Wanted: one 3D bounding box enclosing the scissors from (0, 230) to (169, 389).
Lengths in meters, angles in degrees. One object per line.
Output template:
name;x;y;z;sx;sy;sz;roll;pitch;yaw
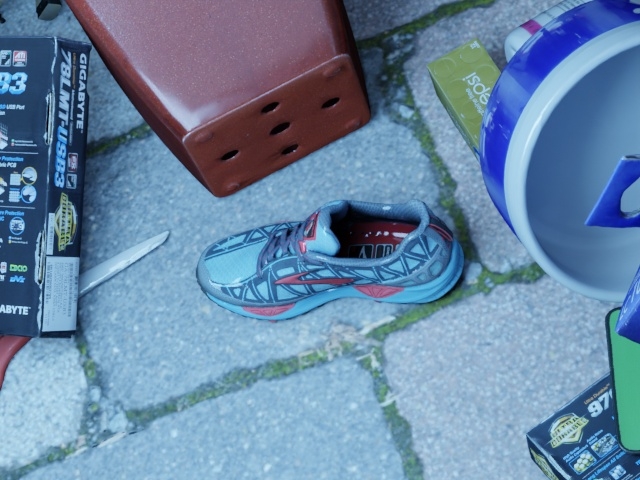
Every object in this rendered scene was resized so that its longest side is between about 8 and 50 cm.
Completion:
scissors;-0.290;0.065;2.006;0.297;0.021;0.109;-44;57;-9

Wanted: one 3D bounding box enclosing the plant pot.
plant pot;-0.088;-0.204;1.976;0.267;0.267;0.236;-27;69;-1

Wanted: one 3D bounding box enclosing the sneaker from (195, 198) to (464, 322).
sneaker;0.000;0.000;1.900;0.262;0.125;0.104;-7;59;11

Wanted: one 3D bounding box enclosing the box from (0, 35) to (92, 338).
box;-0.373;-0.057;1.978;0.295;0.073;0.293;3;88;27

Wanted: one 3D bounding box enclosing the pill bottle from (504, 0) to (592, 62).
pill bottle;0.333;-0.195;1.895;0.283;0.160;0.160;-30;58;-2

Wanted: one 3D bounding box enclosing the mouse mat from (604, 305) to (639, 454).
mouse mat;0.349;0.114;1.741;0.189;0.007;0.153;-5;55;8

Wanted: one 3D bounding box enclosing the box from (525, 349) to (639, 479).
box;0.319;0.176;1.742;0.220;0.051;0.175;-35;55;-11

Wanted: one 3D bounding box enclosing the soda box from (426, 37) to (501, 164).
soda box;0.173;-0.110;1.954;0.061;0.058;0.181;-29;57;-1

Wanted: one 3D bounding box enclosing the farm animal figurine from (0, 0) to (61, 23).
farm animal figurine;-0.274;-0.378;2.144;0.327;0.330;0.172;-36;56;28

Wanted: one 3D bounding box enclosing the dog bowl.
dog bowl;0.280;-0.083;1.780;0.265;0.265;0.104;-30;31;-2

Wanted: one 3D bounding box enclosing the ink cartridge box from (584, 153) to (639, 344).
ink cartridge box;0.420;0.016;1.609;0.395;0.270;0.151;26;54;4
